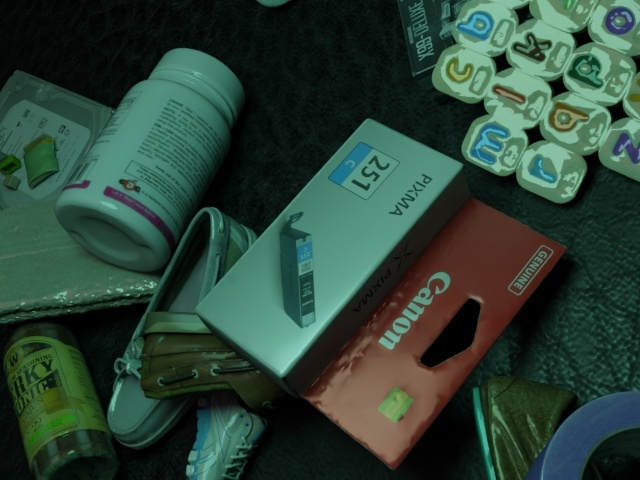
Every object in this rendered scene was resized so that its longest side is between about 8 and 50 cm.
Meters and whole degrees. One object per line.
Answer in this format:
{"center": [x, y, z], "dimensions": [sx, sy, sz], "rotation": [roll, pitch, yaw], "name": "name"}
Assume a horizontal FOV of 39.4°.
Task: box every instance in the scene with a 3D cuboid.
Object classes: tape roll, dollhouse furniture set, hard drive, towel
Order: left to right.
{"center": [-0.485, -0.114, 1.396], "dimensions": [0.152, 0.058, 0.076], "rotation": [-30, 55, 19], "name": "dollhouse furniture set"}
{"center": [-0.462, -0.140, 1.474], "dimensions": [0.339, 0.064, 0.237], "rotation": [26, 83, 40], "name": "hard drive"}
{"center": [-0.343, 0.021, 1.260], "dimensions": [0.282, 0.049, 0.187], "rotation": [-7, 56, 5], "name": "towel"}
{"center": [0.265, 0.226, 0.733], "dimensions": [0.189, 0.080, 0.189], "rotation": [0, 58, -1], "name": "tape roll"}

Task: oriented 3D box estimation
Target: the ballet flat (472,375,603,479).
{"center": [0.209, 0.284, 0.800], "dimensions": [0.124, 0.116, 0.342], "rotation": [-5, 60, 11], "name": "ballet flat"}

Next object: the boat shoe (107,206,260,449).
{"center": [-0.188, 0.110, 1.139], "dimensions": [0.118, 0.103, 0.320], "rotation": [28, 85, 39], "name": "boat shoe"}

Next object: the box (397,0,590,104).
{"center": [0.212, -0.349, 1.106], "dimensions": [0.242, 0.076, 0.307], "rotation": [-23, 57, 24], "name": "box"}

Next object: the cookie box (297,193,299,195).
{"center": [0.000, 0.000, 1.105], "dimensions": [0.107, 0.040, 0.091], "rotation": [21, 81, 39], "name": "cookie box"}

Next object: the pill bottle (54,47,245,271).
{"center": [-0.218, -0.113, 1.202], "dimensions": [0.160, 0.160, 0.283], "rotation": [3, 55, 35], "name": "pill bottle"}

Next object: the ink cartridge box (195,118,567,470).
{"center": [0.061, 0.039, 0.924], "dimensions": [0.261, 0.066, 0.296], "rotation": [32, 73, 32], "name": "ink cartridge box"}

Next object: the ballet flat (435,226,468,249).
{"center": [0.086, 0.015, 1.019], "dimensions": [0.188, 0.070, 0.070], "rotation": [5, 71, 28], "name": "ballet flat"}

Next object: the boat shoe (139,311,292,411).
{"center": [-0.058, 0.143, 1.017], "dimensions": [0.307, 0.111, 0.104], "rotation": [0, 76, 18], "name": "boat shoe"}

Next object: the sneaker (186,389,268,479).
{"center": [-0.103, 0.239, 1.045], "dimensions": [0.083, 0.071, 0.190], "rotation": [-11, 63, 24], "name": "sneaker"}

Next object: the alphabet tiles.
{"center": [0.270, -0.191, 0.962], "dimensions": [0.278, 0.021, 0.284], "rotation": [29, 102, 23], "name": "alphabet tiles"}

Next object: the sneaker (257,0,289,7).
{"center": [-0.051, -0.456, 1.346], "dimensions": [0.126, 0.091, 0.240], "rotation": [17, 78, 57], "name": "sneaker"}

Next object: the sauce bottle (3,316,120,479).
{"center": [-0.372, 0.191, 1.222], "dimensions": [0.111, 0.111, 0.344], "rotation": [-44, 48, 9], "name": "sauce bottle"}
